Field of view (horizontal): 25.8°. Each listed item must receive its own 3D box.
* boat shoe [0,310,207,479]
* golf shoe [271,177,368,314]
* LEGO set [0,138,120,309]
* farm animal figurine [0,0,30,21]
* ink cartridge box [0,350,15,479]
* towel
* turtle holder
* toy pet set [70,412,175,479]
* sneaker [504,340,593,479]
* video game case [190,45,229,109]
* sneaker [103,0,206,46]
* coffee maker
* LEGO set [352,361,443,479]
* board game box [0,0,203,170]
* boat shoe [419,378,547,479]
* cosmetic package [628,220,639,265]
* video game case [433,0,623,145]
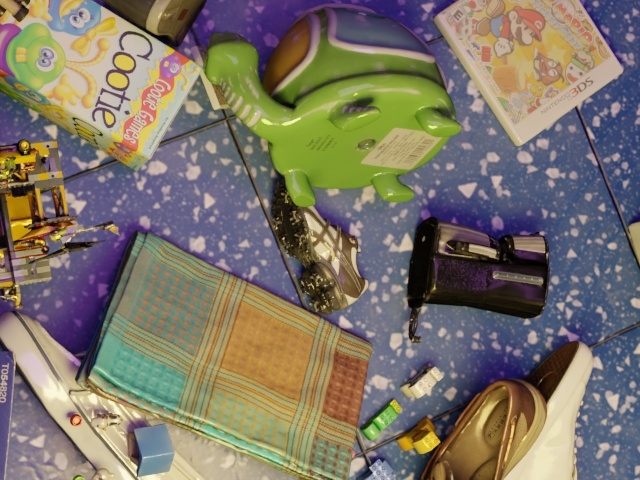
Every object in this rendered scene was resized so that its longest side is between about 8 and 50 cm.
[{"bbox_3d":[-0.258,0.209,1.800,0.156,0.136,0.367,-40,99,-14],"label":"boat shoe"},{"bbox_3d":[0.000,0.000,1.927,0.094,0.077,0.198,-24,95,-32],"label":"golf shoe"},{"bbox_3d":[-0.423,-0.003,1.698,0.255,0.331,0.192,-10,90,-36],"label":"LEGO set"},{"bbox_3d":[-0.520,-0.255,1.639,0.330,0.327,0.172,-44,121,2],"label":"farm animal figurine"},{"bbox_3d":[-0.488,0.237,1.719,0.224,0.045,0.223,1,84,22],"label":"ink cartridge box"},{"bbox_3d":[-0.110,0.153,1.821,0.370,0.040,0.271,25,44,-12],"label":"towel"},{"bbox_3d":[0.011,-0.187,1.859,0.320,0.243,0.227,-11,62,-8],"label":"turtle holder"},{"bbox_3d":[-0.242,0.271,1.714,0.114,0.065,0.122,-6,97,-25],"label":"toy pet set"},{"bbox_3d":[0.324,0.284,1.974,0.123,0.106,0.290,29,90,-14],"label":"sneaker"},{"bbox_3d":[-0.133,-0.220,1.881,0.011,0.122,0.087,-21,91,18],"label":"video game case"},{"bbox_3d":[-0.224,-0.320,1.820,0.118,0.222,0.083,32,95,4],"label":"sneaker"},{"bbox_3d":[0.219,0.061,1.963,0.178,0.120,0.171,10,106,-13],"label":"coffee maker"},{"bbox_3d":[0.106,0.270,1.914,0.227,0.093,0.087,-40,96,-15],"label":"LEGO set"},{"bbox_3d":[-0.314,-0.225,1.813,0.275,0.144,0.142,30,79,-10],"label":"board game box"},{"bbox_3d":[0.179,0.333,1.874,0.123,0.123,0.342,35,95,26],"label":"boat shoe"},{"bbox_3d":[0.698,0.104,1.968,0.329,0.327,0.393,-19,92,-16],"label":"cosmetic package"},{"bbox_3d":[0.306,-0.286,2.048,0.206,0.026,0.227,-35,95,-15],"label":"video game case"}]
